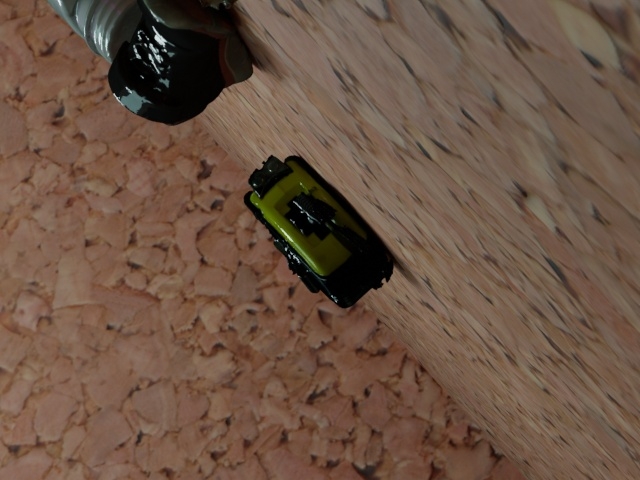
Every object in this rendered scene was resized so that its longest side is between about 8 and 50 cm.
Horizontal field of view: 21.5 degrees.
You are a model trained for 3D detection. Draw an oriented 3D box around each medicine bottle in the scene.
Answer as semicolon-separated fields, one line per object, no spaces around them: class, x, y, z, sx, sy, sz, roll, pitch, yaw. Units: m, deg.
medicine bottle;-0.277;-0.320;1.873;0.324;0.124;0.179;47;179;31

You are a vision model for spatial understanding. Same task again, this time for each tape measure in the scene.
tape measure;0.000;0.000;2.177;0.186;0.112;0.199;43;175;38

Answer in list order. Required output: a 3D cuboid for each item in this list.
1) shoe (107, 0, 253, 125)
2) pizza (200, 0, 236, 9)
shoe;-0.156;-0.190;1.687;0.114;0.137;0.291;46;175;12
pizza;-0.110;-0.249;1.172;0.185;0.052;0.195;55;-179;0
